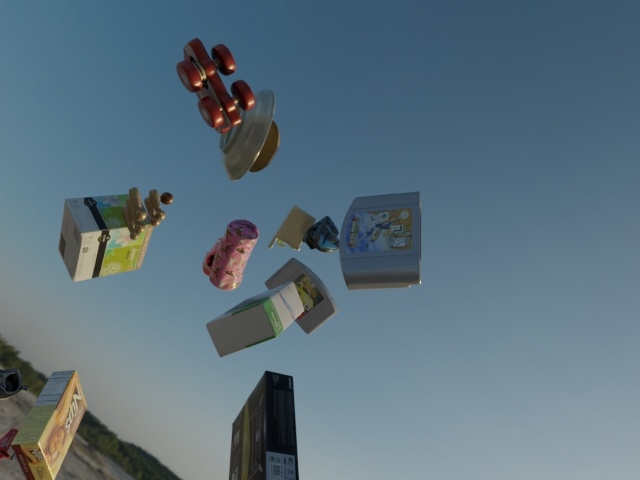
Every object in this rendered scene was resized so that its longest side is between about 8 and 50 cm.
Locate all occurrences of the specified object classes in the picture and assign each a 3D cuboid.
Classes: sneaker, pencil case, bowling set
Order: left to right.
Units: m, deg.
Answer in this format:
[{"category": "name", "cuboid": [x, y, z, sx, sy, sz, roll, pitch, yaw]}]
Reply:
[{"category": "sneaker", "cuboid": [-1.123, 0.454, 1.533, 0.153, 0.101, 0.268, -15, -43, 27]}, {"category": "bowling set", "cuboid": [-0.676, -0.115, 1.838, 0.287, 0.200, 0.154, -26, -99, 60]}, {"category": "sneaker", "cuboid": [-0.591, 0.113, 2.469, 0.116, 0.136, 0.314, 35, -47, -3]}, {"category": "pencil case", "cuboid": [-0.434, 0.075, 2.292, 0.160, 0.167, 0.386, 34, -55, 10]}, {"category": "sneaker", "cuboid": [0.000, 0.000, 1.883, 0.140, 0.341, 0.125, -34, -83, 10]}]

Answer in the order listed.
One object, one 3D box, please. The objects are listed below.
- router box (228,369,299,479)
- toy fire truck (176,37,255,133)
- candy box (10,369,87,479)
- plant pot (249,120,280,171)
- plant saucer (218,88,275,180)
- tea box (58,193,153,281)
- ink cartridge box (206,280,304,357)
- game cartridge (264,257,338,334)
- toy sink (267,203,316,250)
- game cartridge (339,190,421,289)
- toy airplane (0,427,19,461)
[{"category": "router box", "cuboid": [-0.140, 0.510, 1.077, 0.081, 0.308, 0.243, 19, -57, -19]}, {"category": "toy fire truck", "cuboid": [-0.378, -0.513, 1.550, 0.254, 0.169, 0.302, 11, -47, 59]}, {"category": "candy box", "cuboid": [-0.899, 0.614, 1.533, 0.088, 0.316, 0.182, -3, -64, -7]}, {"category": "plant pot", "cuboid": [-0.245, -0.397, 1.924, 0.236, 0.236, 0.032, 1, -11, 44]}, {"category": "plant saucer", "cuboid": [-0.323, -0.442, 1.847, 0.101, 0.400, 0.400, 22, -24, -29]}, {"category": "tea box", "cuboid": [-0.994, -0.019, 2.110, 0.220, 0.324, 0.329, 52, -49, 24]}, {"category": "ink cartridge box", "cuboid": [-0.194, 0.241, 1.441, 0.201, 0.278, 0.117, -23, -89, 17]}, {"category": "game cartridge", "cuboid": [-0.073, 0.226, 1.899, 0.196, 0.060, 0.294, -42, -94, 14]}, {"category": "toy sink", "cuboid": [-0.132, -0.038, 2.149, 0.131, 0.234, 0.153, 33, 2, -8]}, {"category": "game cartridge", "cuboid": [0.148, -0.008, 1.120, 0.198, 0.297, 0.062, -2, -45, 13]}, {"category": "toy airplane", "cuboid": [-1.031, 0.650, 1.426, 0.028, 0.151, 0.151, -28, -70, 30]}]
